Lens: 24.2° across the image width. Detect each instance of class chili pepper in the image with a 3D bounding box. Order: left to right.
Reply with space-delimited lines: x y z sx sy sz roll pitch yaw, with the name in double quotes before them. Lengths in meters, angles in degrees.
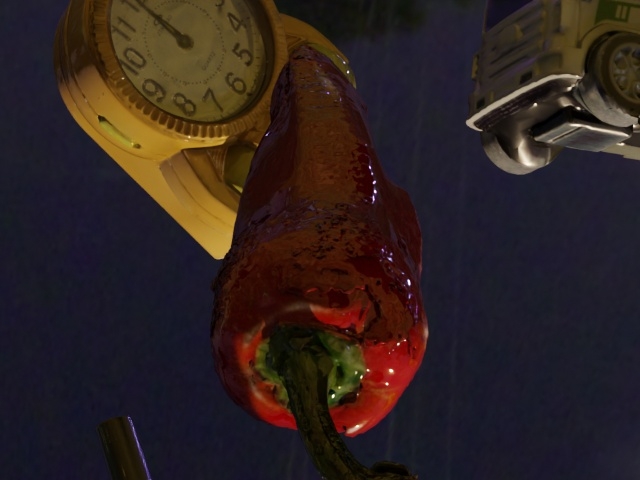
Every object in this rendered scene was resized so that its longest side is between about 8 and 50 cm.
"chili pepper" 0.000 0.000 0.774 0.110 0.110 0.387 9 -149 -5

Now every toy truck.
"toy truck" 0.196 -0.081 0.700 0.253 0.114 0.124 10 -106 -22

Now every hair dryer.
"hair dryer" -0.224 0.309 1.660 0.050 0.195 0.173 -6 -117 -27

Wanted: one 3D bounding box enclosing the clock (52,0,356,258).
"clock" -0.129 -0.160 1.540 0.317 0.200 0.244 39 -124 -21
